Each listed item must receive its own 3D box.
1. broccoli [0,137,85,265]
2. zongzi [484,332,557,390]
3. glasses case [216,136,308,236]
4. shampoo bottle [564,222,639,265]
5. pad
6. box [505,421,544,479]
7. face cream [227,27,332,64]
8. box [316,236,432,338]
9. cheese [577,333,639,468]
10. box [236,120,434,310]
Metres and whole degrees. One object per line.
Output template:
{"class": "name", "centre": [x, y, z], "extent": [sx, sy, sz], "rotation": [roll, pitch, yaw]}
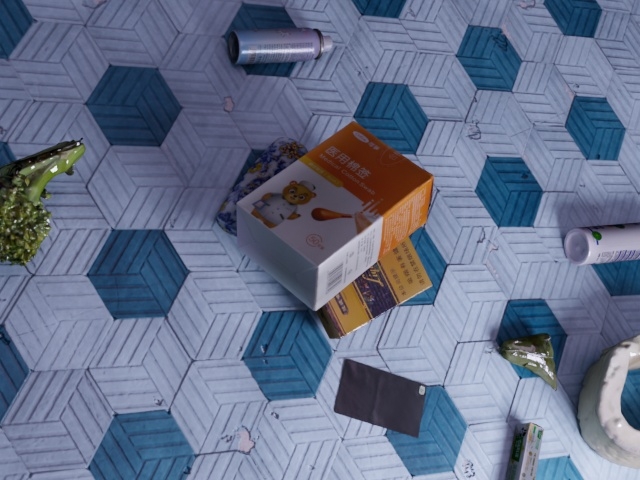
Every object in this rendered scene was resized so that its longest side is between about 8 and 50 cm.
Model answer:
{"class": "broccoli", "centre": [-0.513, -0.051, 1.587], "extent": [0.273, 0.242, 0.180], "rotation": [-24, 105, -22]}
{"class": "zongzi", "centre": [0.440, 0.275, 1.980], "extent": [0.154, 0.062, 0.130], "rotation": [-8, 88, -19]}
{"class": "glasses case", "centre": [-0.114, -0.109, 1.849], "extent": [0.087, 0.065, 0.248], "rotation": [27, 62, 16]}
{"class": "shampoo bottle", "centre": [0.729, 0.003, 2.174], "extent": [0.303, 0.092, 0.092], "rotation": [-5, 75, -24]}
{"class": "pad", "centre": [0.124, 0.320, 1.849], "extent": [0.193, 0.004, 0.116], "rotation": [20, 65, -16]}
{"class": "box", "centre": [0.417, 0.481, 1.896], "extent": [0.041, 0.050, 0.207], "rotation": [25, 64, -15]}
{"class": "face cream", "centre": [-0.083, -0.422, 1.976], "extent": [0.229, 0.075, 0.075], "rotation": [-8, 76, -26]}
{"class": "box", "centre": [0.091, 0.079, 1.841], "extent": [0.237, 0.070, 0.152], "rotation": [-27, 93, -25]}
{"class": "cheese", "centre": [0.731, 0.347, 1.995], "extent": [0.332, 0.153, 0.292], "rotation": [-1, 68, -10]}
{"class": "box", "centre": [0.032, -0.057, 1.772], "extent": [0.225, 0.143, 0.341], "rotation": [38, 57, 24]}
